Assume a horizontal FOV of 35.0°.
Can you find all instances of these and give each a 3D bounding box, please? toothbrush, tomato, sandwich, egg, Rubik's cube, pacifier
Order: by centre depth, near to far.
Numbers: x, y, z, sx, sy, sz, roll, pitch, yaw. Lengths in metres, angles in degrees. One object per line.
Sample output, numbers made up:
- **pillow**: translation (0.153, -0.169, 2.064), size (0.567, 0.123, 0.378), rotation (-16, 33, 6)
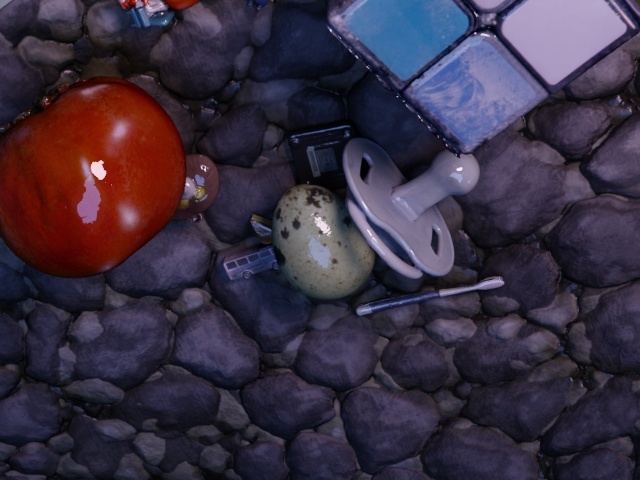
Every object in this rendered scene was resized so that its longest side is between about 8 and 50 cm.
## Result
- **Rubik's cube**: translation (0.213, -0.371, 1.430), size (0.318, 0.313, 0.316), rotation (-36, 120, 24)
- **tomato**: translation (-0.380, -0.103, 1.641), size (0.325, 0.293, 0.290), rotation (-22, 107, 31)
- **pacifier**: translation (0.164, -0.072, 1.687), size (0.226, 0.238, 0.287), rotation (-37, 111, 27)
- **egg**: translation (0.000, 0.000, 1.777), size (0.177, 0.177, 0.228), rotation (-22, 124, 16)
- **sandwich**: translation (-0.096, -0.014, 1.861), size (0.083, 0.031, 0.044), rotation (21, 118, -8)
- **toothbrush**: translation (0.206, 0.104, 1.929), size (0.288, 0.026, 0.024), rotation (-13, 104, 13)

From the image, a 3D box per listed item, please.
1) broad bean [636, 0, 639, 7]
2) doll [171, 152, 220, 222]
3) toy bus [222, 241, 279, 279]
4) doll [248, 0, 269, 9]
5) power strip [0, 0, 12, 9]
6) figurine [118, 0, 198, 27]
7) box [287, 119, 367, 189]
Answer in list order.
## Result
- **broad bean**: translation (0.498, -0.430, 1.533), size (0.153, 0.072, 0.206), rotation (9, 124, 4)
- **doll**: translation (-0.263, -0.113, 1.772), size (0.188, 0.096, 0.145), rotation (39, 110, -9)
- **toy bus**: translation (-0.116, 0.034, 1.892), size (0.131, 0.037, 0.052), rotation (-18, 116, 16)
- **doll**: translation (-0.081, -0.419, 1.599), size (0.037, 0.027, 0.125), rotation (24, 124, -11)
- **power strip**: translation (-0.643, -0.344, 1.655), size (0.385, 0.062, 0.091), rotation (-30, 114, 20)
- **figurine**: translation (-0.243, -0.385, 1.603), size (0.140, 0.068, 0.075), rotation (-17, 118, 16)
- **box**: translation (0.014, -0.145, 1.772), size (0.125, 0.027, 0.126), rotation (-10, 123, 9)
